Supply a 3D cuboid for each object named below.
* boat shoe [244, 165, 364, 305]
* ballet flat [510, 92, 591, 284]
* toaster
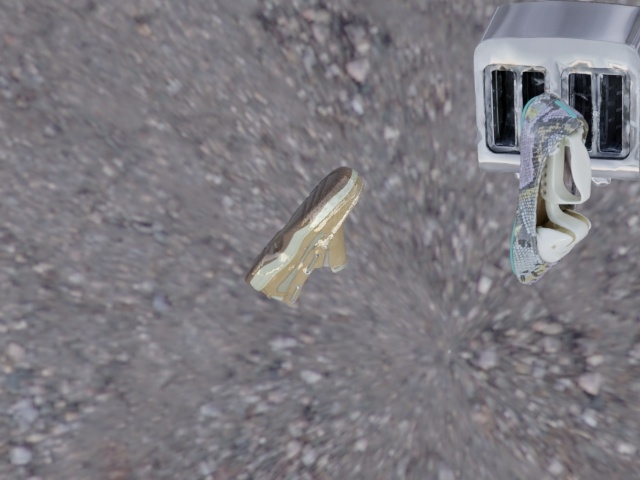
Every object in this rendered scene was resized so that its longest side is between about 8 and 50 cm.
[{"bbox_3d":[0.000,0.000,1.457,0.072,0.190,0.068,36,46,-7],"label":"boat shoe"},{"bbox_3d":[0.121,-0.019,0.762,0.041,0.041,0.114,1,123,5],"label":"ballet flat"},{"bbox_3d":[0.242,-0.149,1.438,0.168,0.110,0.186,5,120,18],"label":"toaster"}]
